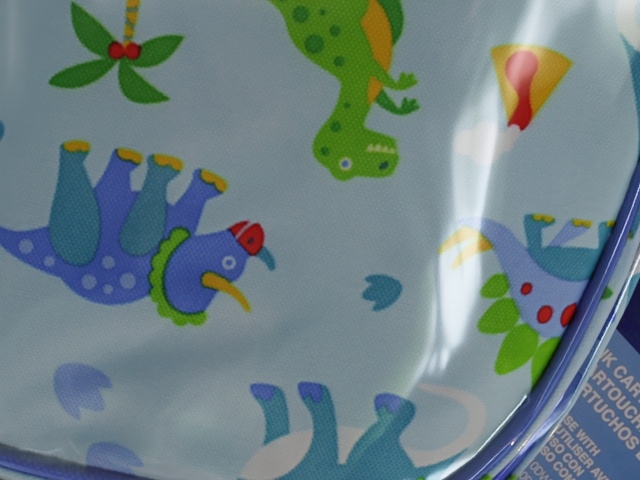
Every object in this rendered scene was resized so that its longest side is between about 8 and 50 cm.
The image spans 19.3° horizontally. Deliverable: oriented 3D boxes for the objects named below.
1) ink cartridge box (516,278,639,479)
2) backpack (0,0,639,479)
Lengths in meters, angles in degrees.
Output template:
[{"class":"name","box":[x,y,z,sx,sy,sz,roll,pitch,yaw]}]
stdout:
[{"class":"ink cartridge box","box":[0.192,0.195,1.085,0.395,0.151,0.270,-42,-111,4]},{"class":"backpack","box":[-0.008,-0.090,0.514,0.290,0.355,0.273,13,-153,-6]}]
